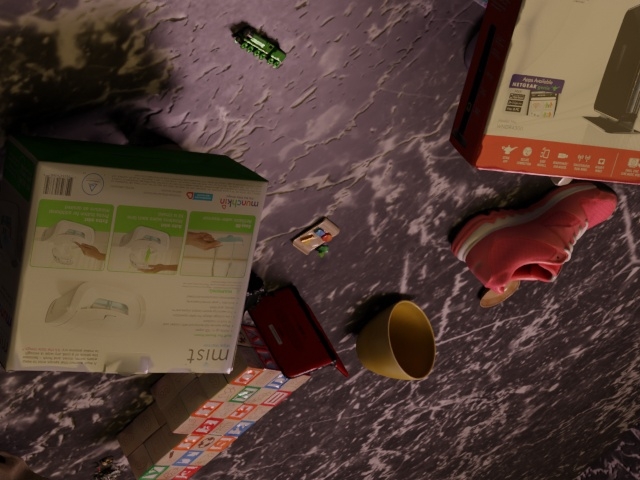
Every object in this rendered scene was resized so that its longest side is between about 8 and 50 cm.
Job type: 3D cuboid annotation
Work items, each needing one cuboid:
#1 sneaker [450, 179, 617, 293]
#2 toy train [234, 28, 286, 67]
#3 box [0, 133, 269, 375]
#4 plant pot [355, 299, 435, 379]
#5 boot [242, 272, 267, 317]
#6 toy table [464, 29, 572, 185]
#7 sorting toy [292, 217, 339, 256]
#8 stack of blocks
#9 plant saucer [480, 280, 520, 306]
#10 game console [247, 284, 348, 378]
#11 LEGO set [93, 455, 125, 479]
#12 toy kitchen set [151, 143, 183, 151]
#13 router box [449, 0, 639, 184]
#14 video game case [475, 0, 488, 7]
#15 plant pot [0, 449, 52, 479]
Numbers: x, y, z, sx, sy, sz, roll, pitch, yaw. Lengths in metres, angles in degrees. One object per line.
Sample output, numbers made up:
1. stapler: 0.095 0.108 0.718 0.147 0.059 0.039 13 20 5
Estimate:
1. sneaker: 0.368 0.006 2.146 0.314 0.136 0.116 -19 152 -22
2. toy train: -0.066 -0.215 1.466 0.024 0.017 0.083 -48 150 12
3. box: -0.213 0.020 1.427 0.262 0.127 0.231 3 107 -29
4. plant pot: 0.116 0.175 2.208 0.095 0.134 0.134 -16 165 37
5. boot: -0.139 0.095 1.883 0.121 0.045 0.099 -15 152 -42
6. toy table: 0.337 -0.211 1.726 0.274 0.161 0.252 -17 150 -28
7. sorting toy: 0.000 0.000 1.898 0.062 0.012 0.083 -36 152 9
8. stack of blocks: -0.183 0.259 2.066 0.297 0.087 0.171 -42 151 20
9. plant saucer: 0.320 0.089 2.370 0.083 0.015 0.083 -25 152 -14
10. game console: -0.034 0.149 1.970 0.124 0.144 0.085 -18 149 -23
11. LEGO set: -0.351 0.388 2.182 0.054 0.023 0.083 -31 153 1
12. toy kitchen set: -0.200 0.006 1.585 0.207 0.122 0.166 -37 152 12
13. router box: 0.348 -0.221 1.537 0.335 0.082 0.301 4 116 -20
14. video game case: 0.216 -0.348 1.527 0.157 0.019 0.143 -43 151 20
15. plant pot: -0.522 0.475 1.886 0.334 0.334 0.305 11 120 -53
